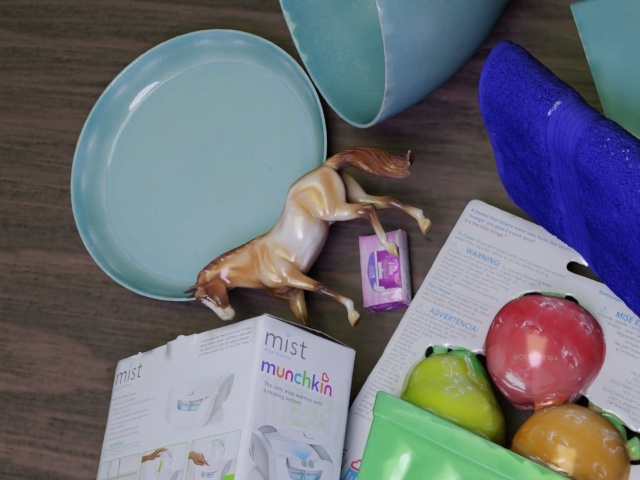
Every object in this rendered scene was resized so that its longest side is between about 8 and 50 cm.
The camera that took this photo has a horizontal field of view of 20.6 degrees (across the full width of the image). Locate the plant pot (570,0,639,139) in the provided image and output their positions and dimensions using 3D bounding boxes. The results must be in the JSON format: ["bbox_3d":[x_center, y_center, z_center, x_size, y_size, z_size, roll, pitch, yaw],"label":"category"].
[{"bbox_3d":[0.386,-0.163,1.704,0.234,0.165,0.165,-17,68,9],"label":"plant pot"}]

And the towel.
[{"bbox_3d":[0.263,-0.030,1.625,0.076,0.227,0.308,-38,48,-8],"label":"towel"}]

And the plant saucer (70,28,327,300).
[{"bbox_3d":[-0.132,-0.082,1.967,0.318,0.044,0.317,-7,72,21],"label":"plant saucer"}]

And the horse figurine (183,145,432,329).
[{"bbox_3d":[0.000,0.000,1.832,0.174,0.066,0.263,36,96,21],"label":"horse figurine"}]

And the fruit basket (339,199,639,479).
[{"bbox_3d":[0.204,0.164,1.705,0.327,0.165,0.353,23,68,26],"label":"fruit basket"}]

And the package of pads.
[{"bbox_3d":[0.069,0.031,1.849,0.050,0.032,0.083,-11,70,22],"label":"package of pads"}]

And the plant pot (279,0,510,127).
[{"bbox_3d":[0.088,-0.284,1.827,0.195,0.290,0.290,-20,63,-16],"label":"plant pot"}]

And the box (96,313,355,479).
[{"bbox_3d":[-0.106,0.217,1.742,0.262,0.127,0.231,-21,53,48],"label":"box"}]
